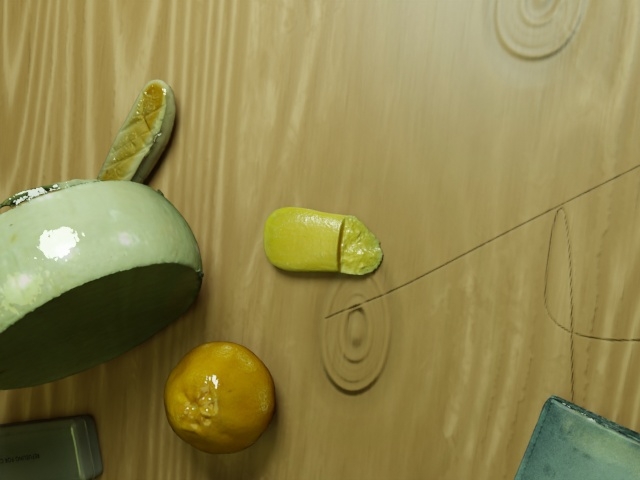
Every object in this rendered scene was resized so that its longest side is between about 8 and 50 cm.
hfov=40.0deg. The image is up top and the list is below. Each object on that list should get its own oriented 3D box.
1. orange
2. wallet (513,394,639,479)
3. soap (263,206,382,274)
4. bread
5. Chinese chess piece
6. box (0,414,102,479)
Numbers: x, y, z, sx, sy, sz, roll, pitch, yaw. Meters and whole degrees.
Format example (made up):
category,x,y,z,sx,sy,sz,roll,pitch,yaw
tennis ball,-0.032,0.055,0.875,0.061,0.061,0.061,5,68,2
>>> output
category,x,y,z,sx,sy,sz,roll,pitch,yaw
orange,-0.141,0.218,1.207,0.159,0.136,0.159,1,93,19
wallet,0.365,0.356,1.058,0.290,0.054,0.251,22,100,20
soap,0.000,0.000,1.190,0.168,0.033,0.089,2,97,21
bread,-0.262,-0.133,1.276,0.073,0.053,0.214,38,109,20
Chinese chess piece,-0.329,0.060,1.157,0.349,0.349,0.146,-35,72,20
box,-0.461,0.338,1.385,0.244,0.055,0.103,-11,89,23
